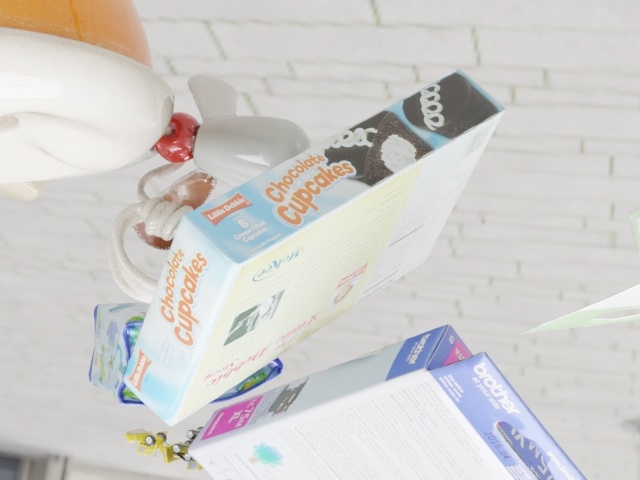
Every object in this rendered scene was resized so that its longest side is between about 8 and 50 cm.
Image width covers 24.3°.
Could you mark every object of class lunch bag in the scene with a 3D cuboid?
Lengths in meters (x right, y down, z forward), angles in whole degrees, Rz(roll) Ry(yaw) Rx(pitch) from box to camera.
[{"bbox_3d":[-0.123,0.102,1.353,0.151,0.096,0.129,6,-177,-21],"label":"lunch bag"}]

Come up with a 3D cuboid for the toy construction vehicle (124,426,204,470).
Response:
[{"bbox_3d":[-0.142,0.211,1.493,0.098,0.035,0.086,7,-174,27],"label":"toy construction vehicle"}]

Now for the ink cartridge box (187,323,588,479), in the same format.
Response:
[{"bbox_3d":[0.064,0.175,1.148,0.311,0.065,0.186,-23,113,41],"label":"ink cartridge box"}]

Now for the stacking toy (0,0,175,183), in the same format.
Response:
[{"bbox_3d":[-0.291,-0.294,1.140,0.350,0.480,0.350,-2,170,0],"label":"stacking toy"}]

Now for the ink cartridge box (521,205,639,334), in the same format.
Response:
[{"bbox_3d":[0.264,0.002,0.983,0.171,0.056,0.235,-3,166,-38],"label":"ink cartridge box"}]

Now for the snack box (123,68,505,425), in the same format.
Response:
[{"bbox_3d":[0.000,0.000,1.144,0.060,0.322,0.187,42,135,18],"label":"snack box"}]

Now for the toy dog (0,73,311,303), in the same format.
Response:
[{"bbox_3d":[-0.172,-0.080,1.362,0.333,0.220,0.161,34,172,19],"label":"toy dog"}]
